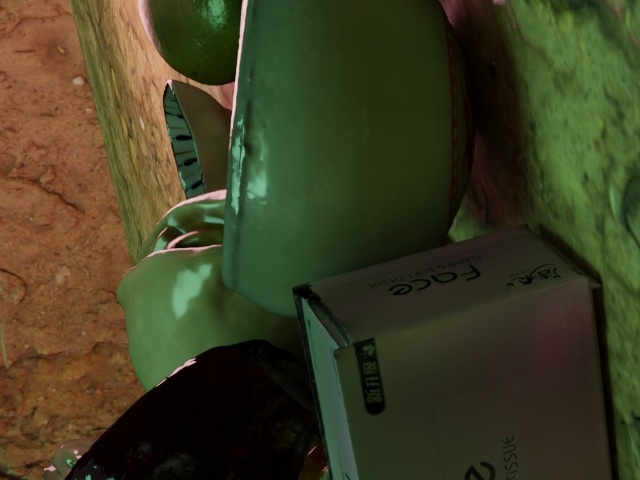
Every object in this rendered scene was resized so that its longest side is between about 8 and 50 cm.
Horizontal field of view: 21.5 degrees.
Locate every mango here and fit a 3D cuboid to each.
[{"bbox_3d":[-0.103,-0.210,1.558,0.227,0.099,0.136,16,125,67],"label":"mango"}]

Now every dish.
[{"bbox_3d":[-0.114,-0.089,1.817,0.191,0.066,0.190,164,90,-79],"label":"dish"}]

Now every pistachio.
[{"bbox_3d":[-0.092,0.071,1.639,0.193,0.214,0.318,-62,-1,-29],"label":"pistachio"}]

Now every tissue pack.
[{"bbox_3d":[0.085,0.129,0.946,0.092,0.148,0.246,-131,28,-64],"label":"tissue pack"}]

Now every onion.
[{"bbox_3d":[-0.056,0.250,1.467,0.260,0.282,0.336,39,175,18],"label":"onion"}]

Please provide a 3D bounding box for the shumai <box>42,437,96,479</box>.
[{"bbox_3d":[-0.201,0.341,2.168,0.330,0.288,0.292,-116,18,-52],"label":"shumai"}]

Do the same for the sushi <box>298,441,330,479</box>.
[{"bbox_3d":[0.074,0.297,1.242,0.130,0.124,0.332,75,175,-52],"label":"sushi"}]

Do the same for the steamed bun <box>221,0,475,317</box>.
[{"bbox_3d":[0.019,-0.067,1.006,0.232,0.145,0.232,-175,90,-87],"label":"steamed bun"}]
